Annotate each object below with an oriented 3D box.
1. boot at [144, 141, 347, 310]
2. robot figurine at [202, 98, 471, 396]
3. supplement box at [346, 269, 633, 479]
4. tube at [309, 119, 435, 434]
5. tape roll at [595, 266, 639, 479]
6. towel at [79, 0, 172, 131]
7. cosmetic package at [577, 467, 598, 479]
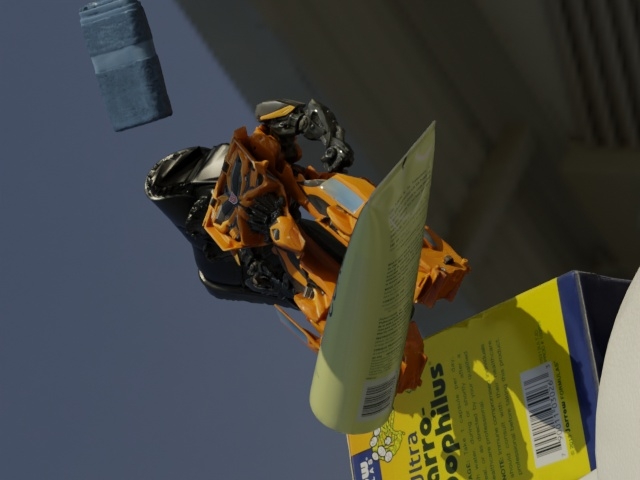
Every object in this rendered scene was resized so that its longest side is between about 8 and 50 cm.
[{"bbox_3d":[-0.042,-0.012,1.839,0.207,0.247,0.094,65,-147,-55],"label":"boot"},{"bbox_3d":[0.000,0.000,1.635,0.085,0.291,0.211,-15,-45,-45],"label":"robot figurine"},{"bbox_3d":[0.210,0.181,1.755,0.194,0.356,0.195,8,-114,-38],"label":"supplement box"},{"bbox_3d":[0.037,0.032,1.201,0.240,0.062,0.070,101,160,-44],"label":"tube"},{"bbox_3d":[0.331,0.111,0.896,0.072,0.392,0.392,129,156,-71],"label":"tape roll"},{"bbox_3d":[-0.174,-0.162,1.607,0.029,0.067,0.119,-28,-75,-57],"label":"towel"},{"bbox_3d":[0.311,0.259,1.298,0.230,0.453,0.161,52,-170,-25],"label":"cosmetic package"}]
